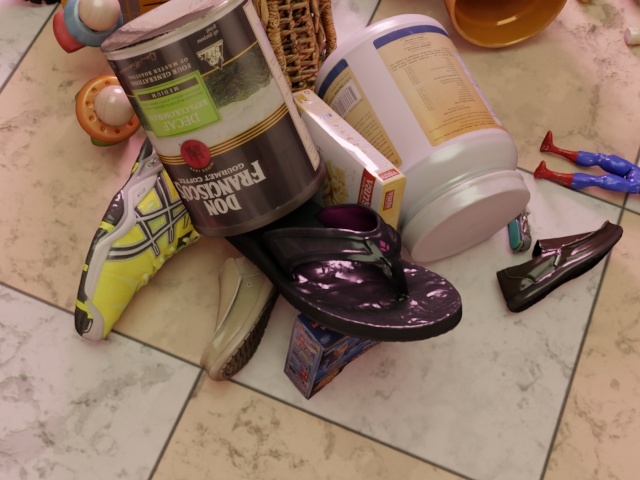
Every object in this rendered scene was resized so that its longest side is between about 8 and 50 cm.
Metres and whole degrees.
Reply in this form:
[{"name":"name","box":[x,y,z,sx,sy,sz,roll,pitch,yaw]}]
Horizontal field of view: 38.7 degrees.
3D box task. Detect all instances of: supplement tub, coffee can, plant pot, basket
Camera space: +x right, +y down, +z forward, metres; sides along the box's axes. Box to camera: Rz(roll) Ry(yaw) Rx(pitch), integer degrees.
[{"name":"supplement tub","box":[0.150,-0.149,1.355,0.228,0.228,0.316,-21,69,-12]},{"name":"coffee can","box":[-0.135,-0.172,1.201,0.202,0.275,0.201,-20,26,10]},{"name":"plant pot","box":[0.292,-0.463,1.533,0.205,0.205,0.187,-9,51,-7]},{"name":"basket","box":[-0.066,-0.335,1.365,0.223,0.299,0.213,-13,35,-9]}]

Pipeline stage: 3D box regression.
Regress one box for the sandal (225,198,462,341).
[{"name":"sandal","box":[-0.003,0.000,1.190,0.168,0.107,0.446,-25,37,-31]}]

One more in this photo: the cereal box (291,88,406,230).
[{"name":"cereal box","box":[0.025,-0.085,1.312,0.047,0.173,0.240,-20,48,-27]}]

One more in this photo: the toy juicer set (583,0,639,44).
[{"name":"toy juicer set","box":[0.552,-0.464,1.594,0.209,0.089,0.329,-24,70,-13]}]

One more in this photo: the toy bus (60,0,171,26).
[{"name":"toy bus","box":[-0.262,-0.433,1.511,0.333,0.130,0.108,-12,68,-8]}]

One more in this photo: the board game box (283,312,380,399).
[{"name":"board game box","box":[0.027,0.133,1.263,0.194,0.194,0.060,-29,69,-36]}]

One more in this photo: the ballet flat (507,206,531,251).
[{"name":"ballet flat","box":[0.309,-0.033,1.421,0.041,0.041,0.114,0,66,-3]}]

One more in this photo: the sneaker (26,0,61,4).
[{"name":"sneaker","box":[-0.423,-0.501,1.560,0.314,0.116,0.136,-16,57,-17]}]

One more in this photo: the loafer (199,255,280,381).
[{"name":"loafer","box":[-0.111,0.081,1.314,0.092,0.102,0.268,22,57,9]}]

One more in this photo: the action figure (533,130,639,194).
[{"name":"action figure","box":[0.490,-0.111,1.412,0.281,0.139,0.091,17,67,2]}]

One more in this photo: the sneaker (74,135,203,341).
[{"name":"sneaker","box":[-0.236,-0.024,1.329,0.147,0.145,0.384,27,74,-11]}]

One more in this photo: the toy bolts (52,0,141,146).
[{"name":"toy bolts","box":[-0.292,-0.279,1.382,0.218,0.158,0.228,-27,100,-20]}]

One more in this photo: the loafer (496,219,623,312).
[{"name":"loafer","box":[0.358,0.022,1.370,0.220,0.080,0.078,-29,71,-15]}]
